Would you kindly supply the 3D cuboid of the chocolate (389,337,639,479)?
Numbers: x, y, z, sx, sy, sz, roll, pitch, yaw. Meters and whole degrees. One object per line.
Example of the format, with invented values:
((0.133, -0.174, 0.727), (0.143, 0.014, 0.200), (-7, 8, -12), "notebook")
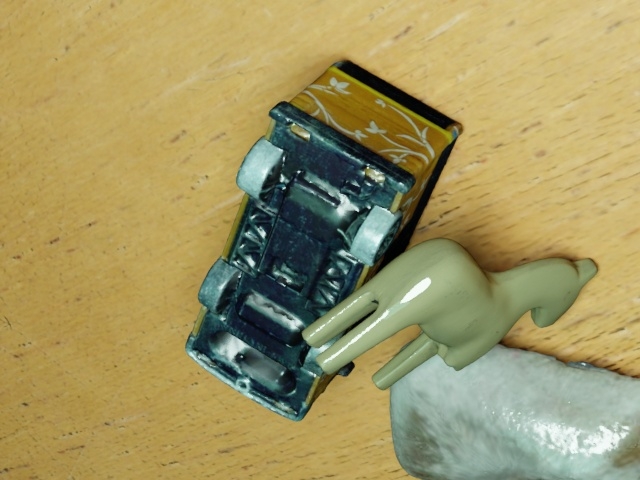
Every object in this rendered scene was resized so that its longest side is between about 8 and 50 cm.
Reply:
((0.204, 0.205, 1.586), (0.303, 0.100, 0.185), (13, 130, 24), "chocolate")

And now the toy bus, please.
((0.000, 0.000, 1.542), (0.162, 0.194, 0.323), (30, 128, 10), "toy bus")

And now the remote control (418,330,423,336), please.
((0.182, 0.155, 1.644), (0.190, 0.029, 0.087), (32, 132, 9), "remote control")

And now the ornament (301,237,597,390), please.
((0.135, 0.067, 1.474), (0.245, 0.230, 0.061), (-37, 54, 10), "ornament")
